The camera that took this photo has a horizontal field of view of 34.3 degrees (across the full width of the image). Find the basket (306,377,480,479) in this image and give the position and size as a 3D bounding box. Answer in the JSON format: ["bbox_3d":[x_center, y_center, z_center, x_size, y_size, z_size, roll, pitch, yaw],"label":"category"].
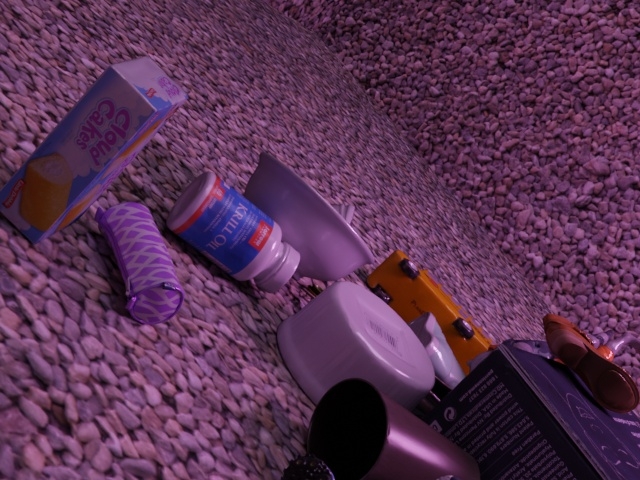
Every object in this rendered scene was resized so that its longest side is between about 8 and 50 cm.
[{"bbox_3d":[0.118,0.331,1.548,0.227,0.154,0.204,34,6,-28],"label":"basket"}]

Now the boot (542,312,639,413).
[{"bbox_3d":[0.478,0.210,1.838,0.197,0.073,0.152,43,12,-12],"label":"boot"}]

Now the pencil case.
[{"bbox_3d":[-0.265,0.032,1.507,0.088,0.086,0.206,3,37,-31],"label":"pencil case"}]

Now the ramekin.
[{"bbox_3d":[0.070,0.199,1.793,0.277,0.135,0.277,40,17,-15],"label":"ramekin"}]

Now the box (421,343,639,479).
[{"bbox_3d":[0.440,0.468,1.743,0.480,0.297,0.472,22,26,-52],"label":"box"}]

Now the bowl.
[{"bbox_3d":[-0.048,-0.018,1.953,0.298,0.134,0.298,43,-6,6],"label":"bowl"}]

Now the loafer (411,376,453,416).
[{"bbox_3d":[0.240,0.310,1.962,0.267,0.084,0.096,30,21,-16],"label":"loafer"}]

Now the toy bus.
[{"bbox_3d":[0.258,0.172,2.335,0.333,0.108,0.130,48,17,9],"label":"toy bus"}]

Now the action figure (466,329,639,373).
[{"bbox_3d":[0.456,0.278,2.139,0.330,0.341,0.179,1,63,-11],"label":"action figure"}]

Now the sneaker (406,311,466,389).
[{"bbox_3d":[0.235,0.248,2.163,0.151,0.094,0.256,55,8,-11],"label":"sneaker"}]

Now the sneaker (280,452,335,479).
[{"bbox_3d":[0.016,0.384,1.359,0.237,0.085,0.086,56,-7,41],"label":"sneaker"}]

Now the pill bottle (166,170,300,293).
[{"bbox_3d":[-0.145,-0.008,1.793,0.221,0.124,0.124,38,18,-20],"label":"pill bottle"}]

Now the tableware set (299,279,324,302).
[{"bbox_3d":[0.013,0.118,1.990,0.104,0.024,0.154,41,8,4],"label":"tableware set"}]

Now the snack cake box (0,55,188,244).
[{"bbox_3d":[-0.316,-0.128,1.435,0.089,0.264,0.152,45,17,-2],"label":"snack cake box"}]

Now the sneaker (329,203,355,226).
[{"bbox_3d":[0.000,0.000,2.218,0.115,0.105,0.281,11,23,4],"label":"sneaker"}]

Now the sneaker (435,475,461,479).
[{"bbox_3d":[0.199,0.459,1.466,0.153,0.094,0.235,36,44,-59],"label":"sneaker"}]
